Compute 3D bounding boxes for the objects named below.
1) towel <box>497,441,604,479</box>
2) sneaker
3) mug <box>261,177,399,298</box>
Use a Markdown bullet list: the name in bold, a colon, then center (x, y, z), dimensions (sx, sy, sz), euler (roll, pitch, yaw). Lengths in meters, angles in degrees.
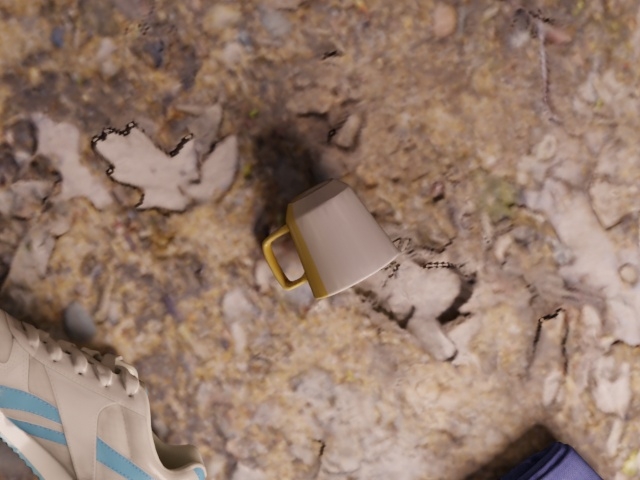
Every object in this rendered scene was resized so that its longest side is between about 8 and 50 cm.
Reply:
- **towel**: center (0.173, 0.326, 1.383), dimensions (0.243, 0.040, 0.336), euler (-39, 106, 4)
- **sneaker**: center (-0.168, 0.099, 1.270), dimensions (0.092, 0.087, 0.229), euler (-39, 112, -2)
- **mug**: center (0.002, -0.001, 1.266), dimensions (0.078, 0.062, 0.064), euler (-29, 97, -4)
